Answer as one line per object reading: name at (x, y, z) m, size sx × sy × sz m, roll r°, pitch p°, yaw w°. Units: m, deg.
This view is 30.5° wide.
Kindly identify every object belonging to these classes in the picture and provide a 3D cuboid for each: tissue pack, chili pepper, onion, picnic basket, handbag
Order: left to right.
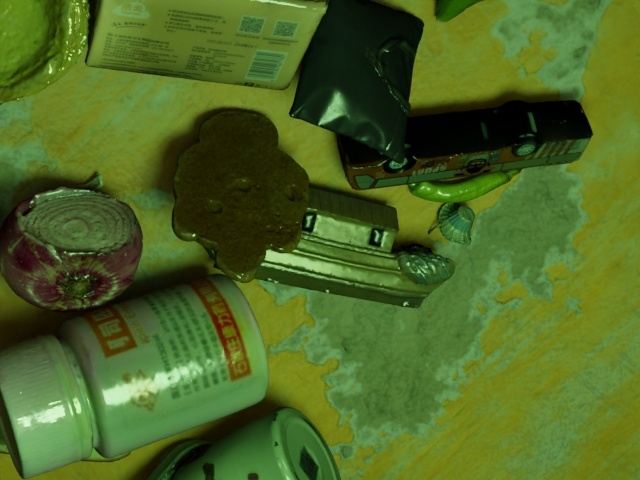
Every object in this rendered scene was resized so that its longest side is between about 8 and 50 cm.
onion at (-0.375, 0.025, 1.757) m, size 0.207 × 0.200 × 0.201 m, roll -23°, pitch 117°, yaw -44°
tissue pack at (-0.169, -0.366, 1.670) m, size 0.305 × 0.238 × 0.239 m, roll 5°, pitch 106°, yaw -18°
handbag at (0.063, -0.261, 1.768) m, size 0.211 × 0.088 × 0.254 m, roll 23°, pitch 67°, yaw -30°
picnic basket at (0.226, -0.023, 1.946) m, size 0.065 × 0.083 × 0.083 m, roll 10°, pitch 143°, yaw -23°
chili pepper at (0.235, -0.088, 1.939) m, size 0.208 × 0.043 × 0.049 m, roll -5°, pitch 72°, yaw -17°

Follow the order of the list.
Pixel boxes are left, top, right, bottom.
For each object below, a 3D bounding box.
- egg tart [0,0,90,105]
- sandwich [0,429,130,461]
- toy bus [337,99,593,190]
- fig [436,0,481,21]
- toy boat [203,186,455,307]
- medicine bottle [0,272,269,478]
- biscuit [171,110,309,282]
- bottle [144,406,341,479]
egg tart at (-0.456, -0.333, 1.628) m, size 0.294 × 0.123 × 0.294 m, roll 1°, pitch 103°, yaw 3°
sandwich at (-0.422, 0.294, 1.874) m, size 0.258 × 0.096 × 0.094 m, roll 8°, pitch 112°, yaw -17°
toy bus at (0.228, -0.155, 1.874) m, size 0.408 × 0.093 × 0.092 m, roll -7°, pitch 150°, yaw -11°
fig at (0.247, -0.435, 1.761) m, size 0.206 × 0.206 × 0.275 m, roll 15°, pitch 125°, yaw -18°
toy boat at (0.000, 0.000, 1.862) m, size 0.445 × 0.136 × 0.162 m, roll 11°, pitch 94°, yaw -15°
medicine bottle at (-0.291, 0.203, 1.771) m, size 0.388 × 0.219 × 0.219 m, roll -18°, pitch 111°, yaw -21°
biscuit at (-0.120, -0.067, 1.768) m, size 0.208 × 0.041 × 0.290 m, roll 6°, pitch 62°, yaw -10°
bottle at (-0.154, 0.427, 1.914) m, size 0.351 × 0.229 × 0.229 m, roll -29°, pitch 113°, yaw 19°
